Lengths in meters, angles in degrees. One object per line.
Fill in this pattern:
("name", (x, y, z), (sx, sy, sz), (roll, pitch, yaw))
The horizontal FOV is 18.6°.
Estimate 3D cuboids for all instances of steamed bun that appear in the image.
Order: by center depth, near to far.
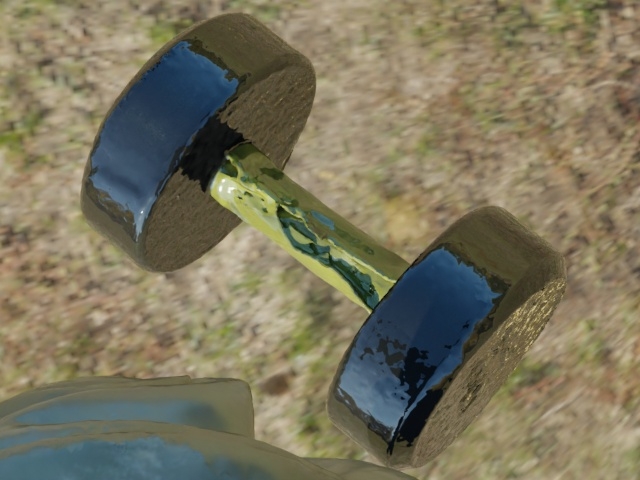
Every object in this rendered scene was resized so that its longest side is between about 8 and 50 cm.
("steamed bun", (-0.110, 0.199, 1.029), (0.342, 0.368, 0.255), (-36, 73, 30))

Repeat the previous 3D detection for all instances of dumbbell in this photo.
("dumbbell", (0.000, 0.000, 1.441), (0.322, 0.204, 0.203), (39, 111, 17))
